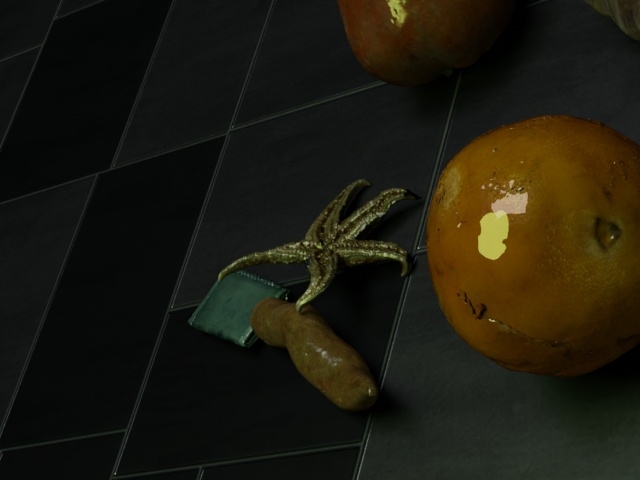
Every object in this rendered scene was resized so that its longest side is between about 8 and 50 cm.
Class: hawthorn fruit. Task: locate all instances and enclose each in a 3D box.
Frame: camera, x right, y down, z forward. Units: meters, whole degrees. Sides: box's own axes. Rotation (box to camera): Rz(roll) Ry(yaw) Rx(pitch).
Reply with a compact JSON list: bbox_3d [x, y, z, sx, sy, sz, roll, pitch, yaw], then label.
[{"bbox_3d":[0.100,-0.303,2.036,0.199,0.251,0.199,-27,12,6],"label":"hawthorn fruit"}]

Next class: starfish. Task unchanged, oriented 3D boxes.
[{"bbox_3d":[0.003,0.006,1.994,0.238,0.057,0.213,-18,30,12],"label":"starfish"}]

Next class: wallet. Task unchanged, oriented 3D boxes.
[{"bbox_3d":[-0.092,0.078,2.081,0.088,0.026,0.129,-55,34,-13],"label":"wallet"}]

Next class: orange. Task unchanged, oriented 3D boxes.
[{"bbox_3d":[0.211,0.005,1.634,0.240,0.240,0.240,-29,40,27],"label":"orange"}]

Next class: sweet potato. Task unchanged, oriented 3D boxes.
[{"bbox_3d":[0.007,0.124,1.896,0.281,0.059,0.067,37,131,55],"label":"sweet potato"}]

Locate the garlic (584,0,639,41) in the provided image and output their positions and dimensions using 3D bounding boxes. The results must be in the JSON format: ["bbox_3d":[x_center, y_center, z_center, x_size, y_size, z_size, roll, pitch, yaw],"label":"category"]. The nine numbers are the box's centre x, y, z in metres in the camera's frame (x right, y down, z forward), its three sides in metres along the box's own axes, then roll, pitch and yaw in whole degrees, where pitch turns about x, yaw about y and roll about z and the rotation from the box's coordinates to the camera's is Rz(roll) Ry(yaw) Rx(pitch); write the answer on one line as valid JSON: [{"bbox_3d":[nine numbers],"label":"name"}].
[{"bbox_3d":[0.348,-0.325,1.851,0.245,0.160,0.245,-23,52,33],"label":"garlic"}]
